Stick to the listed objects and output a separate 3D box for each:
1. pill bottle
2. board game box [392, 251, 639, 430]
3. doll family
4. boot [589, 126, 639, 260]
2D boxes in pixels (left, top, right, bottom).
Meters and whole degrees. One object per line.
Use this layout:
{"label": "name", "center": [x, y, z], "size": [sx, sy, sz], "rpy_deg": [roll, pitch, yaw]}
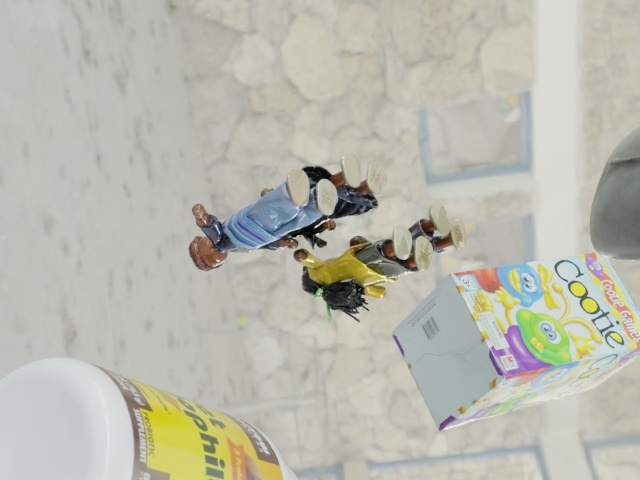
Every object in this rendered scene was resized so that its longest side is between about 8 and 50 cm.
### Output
{"label": "pill bottle", "center": [-0.095, 0.147, 0.573], "size": [0.215, 0.117, 0.117], "rpy_deg": [36, 43, -54]}
{"label": "board game box", "center": [0.256, 0.121, 1.245], "size": [0.144, 0.275, 0.142], "rpy_deg": [-52, -126, 45]}
{"label": "doll family", "center": [0.000, 0.000, 0.653], "size": [0.193, 0.111, 0.076], "rpy_deg": [32, 54, -33]}
{"label": "boot", "center": [0.265, -0.064, 0.609], "size": [0.189, 0.076, 0.208], "rpy_deg": [-58, -172, -4]}
